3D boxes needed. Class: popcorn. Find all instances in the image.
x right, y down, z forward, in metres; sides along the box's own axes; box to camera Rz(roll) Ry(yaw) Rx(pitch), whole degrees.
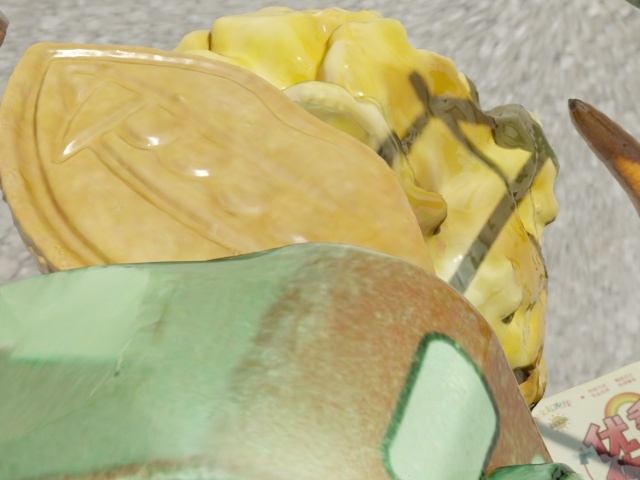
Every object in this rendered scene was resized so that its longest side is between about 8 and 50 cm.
[{"bbox_3d":[-0.003,0.016,1.357,0.354,0.344,0.390,52,135,40],"label":"popcorn"}]

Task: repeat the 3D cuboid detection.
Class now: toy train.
[{"bbox_3d":[-0.067,0.094,0.598,0.326,0.129,0.159,-11,124,30],"label":"toy train"}]

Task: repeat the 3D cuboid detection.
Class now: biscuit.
[{"bbox_3d":[-0.048,-0.015,0.716,0.220,0.142,0.029,37,144,23],"label":"biscuit"}]

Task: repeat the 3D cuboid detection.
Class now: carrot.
[{"bbox_3d":[0.328,-0.042,1.749,0.066,0.062,0.271,-3,127,44],"label":"carrot"}]

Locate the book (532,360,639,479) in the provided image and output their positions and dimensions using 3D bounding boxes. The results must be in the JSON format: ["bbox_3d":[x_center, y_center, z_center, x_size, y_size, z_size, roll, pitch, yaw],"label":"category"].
[{"bbox_3d":[0.292,0.211,1.540,0.162,0.022,0.232,-18,53,-15],"label":"book"}]

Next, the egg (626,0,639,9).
[{"bbox_3d":[0.160,-0.165,0.717,0.132,0.172,0.132,-5,54,7],"label":"egg"}]

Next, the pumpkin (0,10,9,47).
[{"bbox_3d":[-0.403,-0.204,1.653,0.169,0.312,0.148,44,71,-17],"label":"pumpkin"}]
